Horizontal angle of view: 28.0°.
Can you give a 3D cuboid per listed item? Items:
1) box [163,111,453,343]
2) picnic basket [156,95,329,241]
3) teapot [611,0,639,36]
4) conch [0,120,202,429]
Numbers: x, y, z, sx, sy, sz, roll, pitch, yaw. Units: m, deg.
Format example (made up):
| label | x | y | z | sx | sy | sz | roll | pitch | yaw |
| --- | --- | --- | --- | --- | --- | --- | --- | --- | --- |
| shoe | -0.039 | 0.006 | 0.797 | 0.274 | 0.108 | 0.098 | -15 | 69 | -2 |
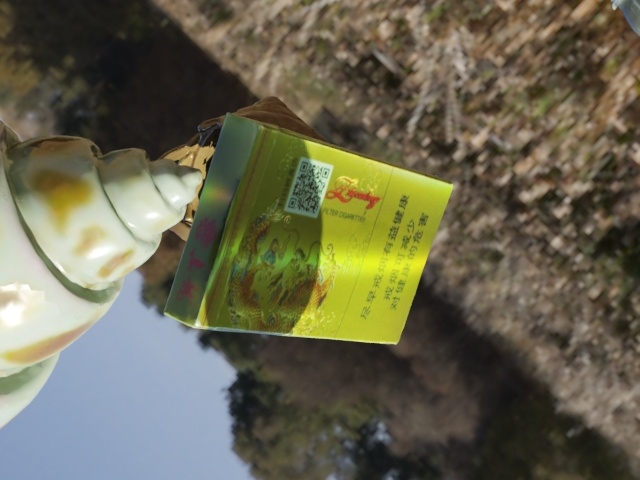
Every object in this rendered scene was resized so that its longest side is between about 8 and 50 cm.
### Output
| label | x | y | z | sx | sy | sz | roll | pitch | yaw |
| --- | --- | --- | --- | --- | --- | --- | --- | --- | --- |
| box | 0.000 | 0.000 | 1.135 | 0.043 | 0.173 | 0.311 | 22 | -173 | 35 |
| picnic basket | -0.089 | -0.048 | 1.230 | 0.128 | 0.138 | 0.178 | 37 | -139 | 14 |
| teapot | 0.283 | -0.215 | 1.082 | 0.057 | 0.088 | 0.066 | 31 | -147 | 2 |
| conch | -0.257 | 0.033 | 0.781 | 0.197 | 0.368 | 0.249 | 46 | -171 | 9 |
